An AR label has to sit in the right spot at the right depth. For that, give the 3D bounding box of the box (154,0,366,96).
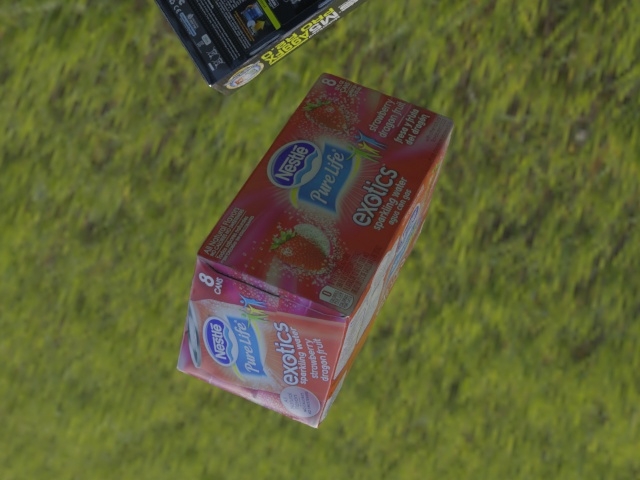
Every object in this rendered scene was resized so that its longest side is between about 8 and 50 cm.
[{"bbox_3d":[-0.082,-0.312,1.424,0.216,0.270,0.060,-34,169,8],"label":"box"}]

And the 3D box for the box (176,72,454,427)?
[{"bbox_3d":[0.000,0.000,1.120,0.123,0.257,0.128,22,134,8],"label":"box"}]
